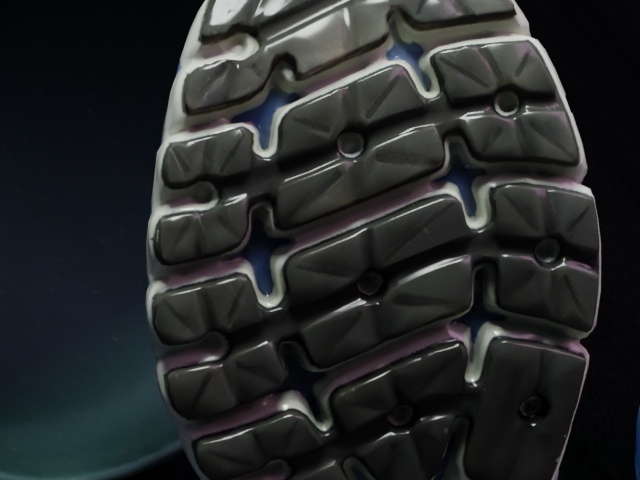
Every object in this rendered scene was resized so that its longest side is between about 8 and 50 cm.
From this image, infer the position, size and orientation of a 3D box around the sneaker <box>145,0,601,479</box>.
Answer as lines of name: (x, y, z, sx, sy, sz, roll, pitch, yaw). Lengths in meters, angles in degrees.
sneaker: (0.013, 0.051, 0.573, 0.147, 0.130, 0.330, -118, -161, -65)

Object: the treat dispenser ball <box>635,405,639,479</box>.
treat dispenser ball: (0.303, 0.103, 0.909, 0.288, 0.288, 0.288, 39, 23, -19)

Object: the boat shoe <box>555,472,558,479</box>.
boat shoe: (0.071, 0.061, 0.838, 0.142, 0.049, 0.040, 59, 24, -25)

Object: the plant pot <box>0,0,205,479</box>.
plant pot: (-0.100, -0.095, 0.582, 0.196, 0.293, 0.293, 27, 11, 28)
